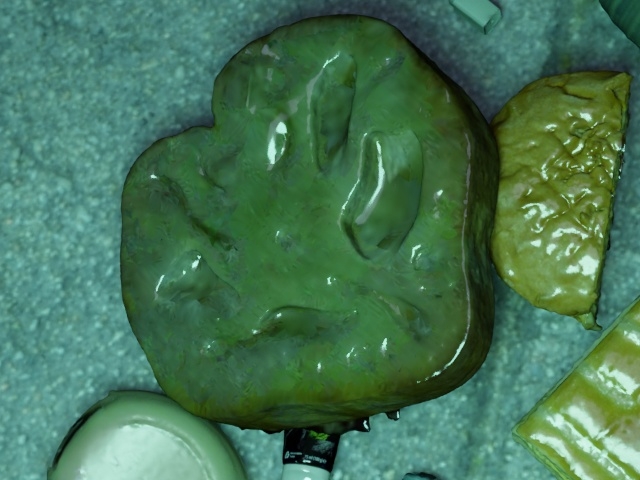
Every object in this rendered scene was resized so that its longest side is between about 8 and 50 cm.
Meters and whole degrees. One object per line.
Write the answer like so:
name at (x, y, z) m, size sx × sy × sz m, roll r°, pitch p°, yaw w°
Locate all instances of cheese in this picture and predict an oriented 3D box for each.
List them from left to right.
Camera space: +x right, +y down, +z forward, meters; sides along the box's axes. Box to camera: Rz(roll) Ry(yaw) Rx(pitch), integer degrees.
cheese at (-0.113, 0.260, 1.646) m, size 0.286 × 0.082 × 0.163 m, roll 40°, pitch 86°, yaw 11°

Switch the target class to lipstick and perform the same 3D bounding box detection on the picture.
lipstick at (0.129, -0.243, 1.756) m, size 0.107 × 0.025 × 0.025 m, roll 42°, pitch 84°, yaw 18°

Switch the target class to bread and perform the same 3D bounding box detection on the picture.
bread at (0.212, -0.039, 1.655) m, size 0.139 × 0.143 × 0.229 m, roll 6°, pitch 75°, yaw 18°
bread at (0.339, 0.167, 1.604) m, size 0.246 × 0.111 × 0.239 m, roll 43°, pitch 86°, yaw 12°

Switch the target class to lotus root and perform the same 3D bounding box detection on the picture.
lotus root at (0.000, 0.000, 1.625) m, size 0.375 × 0.111 × 0.390 m, roll 38°, pitch 98°, yaw 25°

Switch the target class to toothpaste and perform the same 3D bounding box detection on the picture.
toothpaste at (-0.005, 0.154, 1.680) m, size 0.071 × 0.045 × 0.193 m, roll 9°, pitch 73°, yaw 7°

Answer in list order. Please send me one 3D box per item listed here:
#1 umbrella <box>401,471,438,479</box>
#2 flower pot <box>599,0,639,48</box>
umbrella at (0.059, 0.330, 1.627) m, size 0.052 × 0.053 × 0.250 m, roll 18°, pitch 80°, yaw 8°
flower pot at (0.353, -0.254, 1.668) m, size 0.189 × 0.157 × 0.243 m, roll -44°, pitch 77°, yaw -6°
